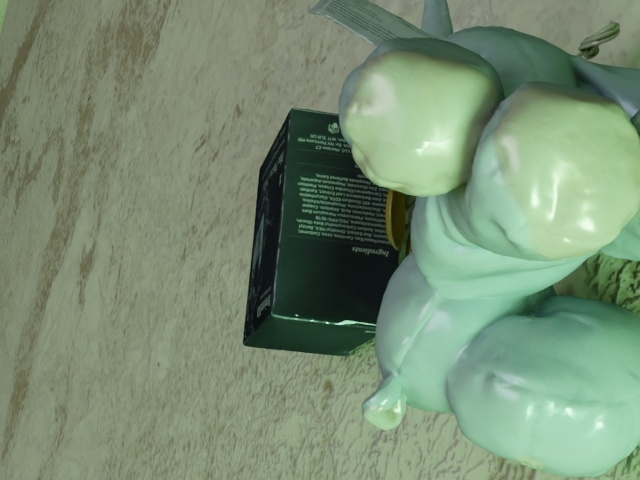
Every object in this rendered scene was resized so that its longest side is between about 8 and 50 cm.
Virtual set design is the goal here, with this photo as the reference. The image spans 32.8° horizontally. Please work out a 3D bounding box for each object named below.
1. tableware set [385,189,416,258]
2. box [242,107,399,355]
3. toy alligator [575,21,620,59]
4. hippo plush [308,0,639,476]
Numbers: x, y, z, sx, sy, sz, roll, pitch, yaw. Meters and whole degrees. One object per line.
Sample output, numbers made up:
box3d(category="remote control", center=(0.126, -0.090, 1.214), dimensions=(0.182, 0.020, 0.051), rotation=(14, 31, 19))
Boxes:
box3d(category="tableware set", center=(0.068, -0.013, 0.767), dimensions=(0.104, 0.024, 0.154), rotation=(-44, -47, -67))
box3d(category="box", center=(0.000, 0.000, 0.843), dimensions=(0.156, 0.093, 0.158), rotation=(130, 145, -72))
box3d(category="toy alligator", center=(0.140, -0.085, 0.736), dimensions=(0.190, 0.056, 0.051), rotation=(-27, 97, 53))
box3d(category="hippo plush", center=(0.086, 0.011, 0.600), dimensions=(0.294, 0.234, 0.236), rotation=(27, 116, 35))
